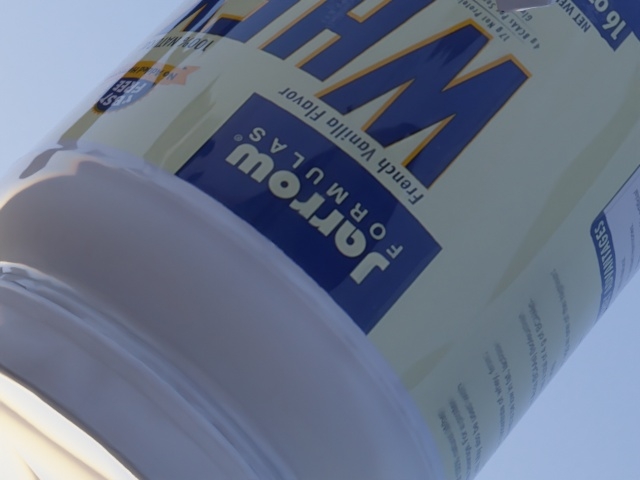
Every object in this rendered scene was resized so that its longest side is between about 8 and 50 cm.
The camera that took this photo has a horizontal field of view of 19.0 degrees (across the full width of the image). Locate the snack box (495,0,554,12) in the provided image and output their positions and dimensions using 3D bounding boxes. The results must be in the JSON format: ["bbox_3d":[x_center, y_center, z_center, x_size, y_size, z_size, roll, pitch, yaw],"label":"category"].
[{"bbox_3d":[0.048,-0.163,0.585,0.022,0.064,0.178,-5,-56,21],"label":"snack box"}]

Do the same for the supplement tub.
[{"bbox_3d":[0.000,0.000,0.830,0.235,0.325,0.235,32,-27,19],"label":"supplement tub"}]
